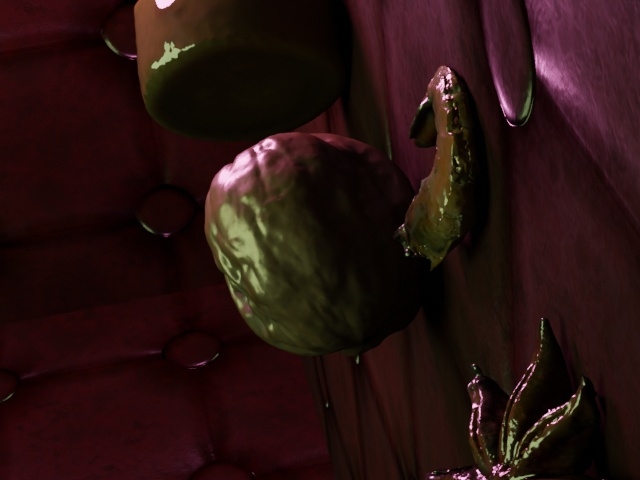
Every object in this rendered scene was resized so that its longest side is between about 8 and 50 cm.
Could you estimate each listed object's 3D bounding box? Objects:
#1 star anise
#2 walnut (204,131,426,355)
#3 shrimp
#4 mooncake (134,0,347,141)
[{"bbox_3d":[0.170,0.198,1.168,0.272,0.102,0.272,-167,90,-68],"label":"star anise"},{"bbox_3d":[-0.002,0.000,1.718,0.227,0.273,0.273,-47,46,42],"label":"walnut"},{"bbox_3d":[0.107,-0.069,1.443,0.253,0.058,0.173,119,148,-76],"label":"shrimp"},{"bbox_3d":[-0.109,-0.259,2.056,0.284,0.284,0.156,93,171,-66],"label":"mooncake"}]
